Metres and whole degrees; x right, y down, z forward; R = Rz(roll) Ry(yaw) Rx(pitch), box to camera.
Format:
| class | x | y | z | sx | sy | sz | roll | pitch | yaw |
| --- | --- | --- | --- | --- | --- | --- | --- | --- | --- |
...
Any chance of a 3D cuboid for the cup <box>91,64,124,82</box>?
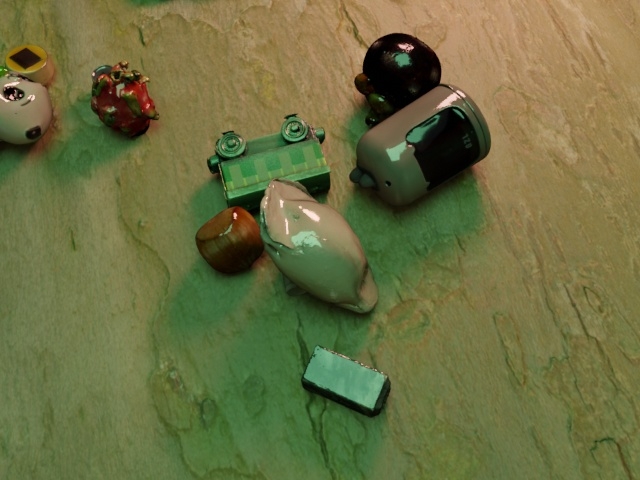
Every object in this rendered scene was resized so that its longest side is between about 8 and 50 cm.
| class | x | y | z | sx | sy | sz | roll | pitch | yaw |
| --- | --- | --- | --- | --- | --- | --- | --- | --- | --- |
| cup | -0.555 | -0.425 | 1.990 | 0.078 | 0.077 | 0.100 | 25 | 68 | 13 |

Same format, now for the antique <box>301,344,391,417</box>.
| class | x | y | z | sx | sy | sz | roll | pitch | yaw |
| --- | --- | --- | --- | --- | --- | --- | --- | --- | --- |
| antique | 0.058 | 0.307 | 1.619 | 0.183 | 0.088 | 0.086 | 21 | 69 | 12 |

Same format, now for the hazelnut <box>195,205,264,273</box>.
| class | x | y | z | sx | sy | sz | roll | pitch | yaw |
| --- | --- | --- | --- | --- | --- | --- | --- | --- | --- |
| hazelnut | -0.207 | 0.004 | 1.744 | 0.150 | 0.150 | 0.150 | -1 | 65 | 2 |

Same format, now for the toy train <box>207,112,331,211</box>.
| class | x | y | z | sx | sy | sz | roll | pitch | yaw |
| --- | --- | --- | --- | --- | --- | --- | --- | --- | --- |
| toy train | -0.121 | -0.184 | 1.840 | 0.300 | 0.120 | 0.202 | -16 | 69 | -5 |

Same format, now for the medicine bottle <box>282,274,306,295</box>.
| class | x | y | z | sx | sy | sz | roll | pitch | yaw |
| --- | --- | --- | --- | --- | --- | --- | --- | --- | --- |
| medicine bottle | -0.060 | 0.076 | 1.747 | 0.058 | 0.058 | 0.091 | -10 | 65 | -2 |

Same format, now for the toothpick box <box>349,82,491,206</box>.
| class | x | y | z | sx | sy | sz | roll | pitch | yaw |
| --- | --- | --- | --- | --- | --- | --- | --- | --- | --- |
| toothpick box | 0.219 | -0.215 | 1.799 | 0.316 | 0.229 | 0.229 | -32 | 68 | -10 |

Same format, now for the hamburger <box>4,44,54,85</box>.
| class | x | y | z | sx | sy | sz | roll | pitch | yaw |
| --- | --- | --- | --- | --- | --- | --- | --- | --- | --- |
| hamburger | -0.785 | -0.457 | 2.013 | 0.126 | 0.081 | 0.141 | 20 | 55 | 9 |

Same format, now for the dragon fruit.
| class | x | y | z | sx | sy | sz | roll | pitch | yaw |
| --- | --- | --- | --- | --- | --- | --- | --- | --- | --- |
| dragon fruit | -0.495 | -0.358 | 1.904 | 0.166 | 0.172 | 0.160 | 6 | 65 | 4 |

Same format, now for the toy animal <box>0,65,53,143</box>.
| class | x | y | z | sx | sy | sz | roll | pitch | yaw |
| --- | --- | --- | --- | --- | --- | --- | --- | --- | --- |
| toy animal | -0.820 | -0.340 | 1.890 | 0.266 | 0.212 | 0.213 | -8 | 65 | 2 |

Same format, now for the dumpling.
| class | x | y | z | sx | sy | sz | roll | pitch | yaw |
| --- | --- | --- | --- | --- | --- | --- | --- | --- | --- |
| dumpling | 0.003 | 0.002 | 1.684 | 0.341 | 0.181 | 0.260 | 20 | 40 | -13 |

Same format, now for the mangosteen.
| class | x | y | z | sx | sy | sz | roll | pitch | yaw |
| --- | --- | --- | --- | --- | --- | --- | --- | --- | --- |
| mangosteen | 0.185 | -0.399 | 1.895 | 0.211 | 0.211 | 0.250 | 38 | 102 | 18 |
